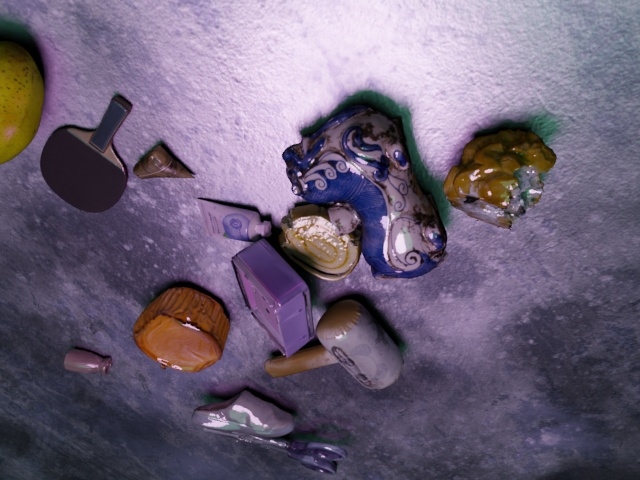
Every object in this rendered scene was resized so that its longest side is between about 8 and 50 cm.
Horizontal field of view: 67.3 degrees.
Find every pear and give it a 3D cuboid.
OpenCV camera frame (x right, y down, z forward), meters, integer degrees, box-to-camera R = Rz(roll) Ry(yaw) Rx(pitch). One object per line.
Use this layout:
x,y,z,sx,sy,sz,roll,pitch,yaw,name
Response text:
-0.522,-0.217,0.732,0.187,0.187,0.219,39,110,-17,pear

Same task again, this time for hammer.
0.004,0.241,1.000,0.305,0.113,0.202,-24,115,32,hammer

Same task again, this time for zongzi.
-0.273,-0.119,0.837,0.076,0.040,0.083,-25,135,34,zongzi

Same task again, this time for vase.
-0.576,0.304,1.194,0.100,0.053,0.053,12,127,-3,vase

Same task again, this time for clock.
-0.081,0.107,0.862,0.144,0.073,0.193,44,156,29,clock

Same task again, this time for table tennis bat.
-0.403,-0.149,0.848,0.154,0.021,0.274,38,126,-16,table tennis bat

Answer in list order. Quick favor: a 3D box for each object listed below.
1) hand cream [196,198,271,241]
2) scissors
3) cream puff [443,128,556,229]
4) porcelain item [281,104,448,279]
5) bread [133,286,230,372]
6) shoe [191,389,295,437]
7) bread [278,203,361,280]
-0.157,-0.029,0.869,0.142,0.053,0.084,9,128,18,hand cream
-0.128,0.532,1.253,0.383,0.029,0.256,13,143,4,scissors
0.260,-0.093,0.697,0.121,0.156,0.156,42,137,35,cream puff
0.075,-0.056,0.735,0.186,0.138,0.288,-23,116,18,porcelain item
-0.289,0.187,1.018,0.199,0.104,0.199,6,131,7,bread
-0.185,0.413,1.173,0.250,0.103,0.100,5,91,-5,shoe
0.000,0.000,0.844,0.156,0.064,0.117,35,121,-13,bread
